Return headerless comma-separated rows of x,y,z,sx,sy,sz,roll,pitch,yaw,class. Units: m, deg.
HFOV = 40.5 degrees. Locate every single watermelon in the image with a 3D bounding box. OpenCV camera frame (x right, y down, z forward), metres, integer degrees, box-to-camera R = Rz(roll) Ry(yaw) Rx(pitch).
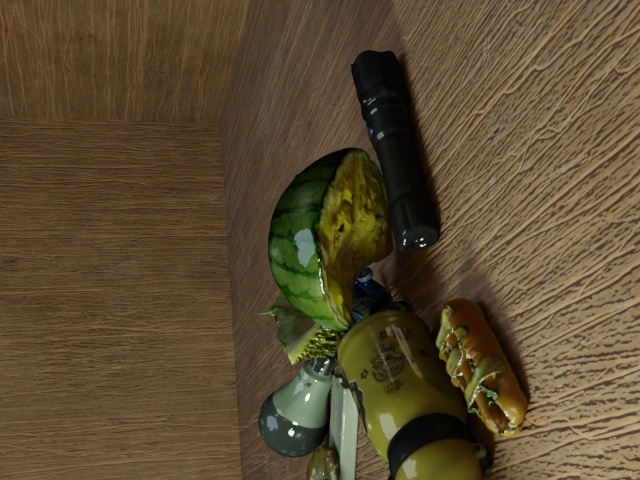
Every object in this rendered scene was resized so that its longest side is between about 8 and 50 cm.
0.000,0.000,1.579,0.331,0.189,0.331,-7,-90,-65,watermelon

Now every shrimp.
0.012,0.602,2.019,0.173,0.058,0.253,169,102,-67,shrimp

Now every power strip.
0.052,0.493,2.043,0.106,0.043,0.367,-139,50,-71,power strip

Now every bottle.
0.147,0.277,1.388,0.351,0.171,0.171,-112,25,-55,bottle

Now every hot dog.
0.229,0.185,1.268,0.269,0.072,0.109,-109,21,-55,hot dog

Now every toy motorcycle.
0.073,0.132,1.710,0.092,0.135,0.254,57,169,-32,toy motorcycle

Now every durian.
-0.040,0.185,2.137,0.355,0.169,0.157,-139,47,-69,durian

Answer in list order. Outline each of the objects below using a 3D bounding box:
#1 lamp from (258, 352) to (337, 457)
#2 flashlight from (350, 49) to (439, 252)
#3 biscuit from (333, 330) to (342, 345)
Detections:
-0.059,0.403,2.219,0.182,0.182,0.314,-127,44,-67,lamp
0.134,-0.166,1.587,0.103,0.103,0.424,112,153,-57,flashlight
0.080,0.275,1.755,0.231,0.016,0.139,64,179,-25,biscuit
